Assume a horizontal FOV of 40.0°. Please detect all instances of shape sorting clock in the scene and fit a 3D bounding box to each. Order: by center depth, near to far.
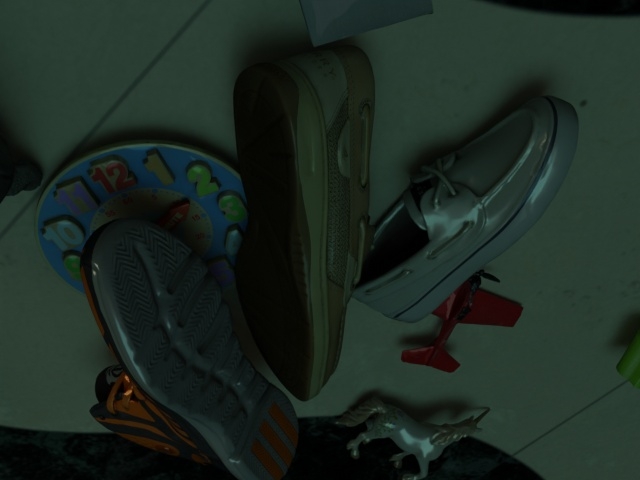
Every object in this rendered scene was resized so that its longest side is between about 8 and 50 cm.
[{"bbox_3d":[-0.152,-0.005,0.796,0.206,0.040,0.206,-4,130,-4],"label":"shape sorting clock"}]

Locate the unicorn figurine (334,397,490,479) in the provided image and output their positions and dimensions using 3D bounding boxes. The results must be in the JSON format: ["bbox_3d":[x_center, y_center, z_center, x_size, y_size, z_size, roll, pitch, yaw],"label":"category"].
[{"bbox_3d":[0.106,0.226,1.010,0.161,0.060,0.111,23,123,-25],"label":"unicorn figurine"}]

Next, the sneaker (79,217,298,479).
[{"bbox_3d":[-0.162,0.116,0.812,0.180,0.125,0.321,0,131,34],"label":"sneaker"}]

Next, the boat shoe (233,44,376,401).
[{"bbox_3d":[0.000,0.000,0.765,0.110,0.121,0.341,-24,135,-29],"label":"boat shoe"}]

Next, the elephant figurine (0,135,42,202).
[{"bbox_3d":[-0.373,-0.047,0.661,0.239,0.169,0.186,-24,113,5],"label":"elephant figurine"}]

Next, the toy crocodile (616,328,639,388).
[{"bbox_3d":[0.495,0.137,0.974,0.340,0.105,0.115,5,129,-6],"label":"toy crocodile"}]

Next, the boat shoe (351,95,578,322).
[{"bbox_3d":[0.113,-0.030,0.783,0.088,0.096,0.267,19,133,-27],"label":"boat shoe"}]

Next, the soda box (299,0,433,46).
[{"bbox_3d":[-0.003,-0.276,0.555,0.091,0.098,0.286,-15,130,5],"label":"soda box"}]

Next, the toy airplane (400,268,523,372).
[{"bbox_3d":[0.133,0.086,0.918,0.151,0.028,0.151,-3,129,-3],"label":"toy airplane"}]
